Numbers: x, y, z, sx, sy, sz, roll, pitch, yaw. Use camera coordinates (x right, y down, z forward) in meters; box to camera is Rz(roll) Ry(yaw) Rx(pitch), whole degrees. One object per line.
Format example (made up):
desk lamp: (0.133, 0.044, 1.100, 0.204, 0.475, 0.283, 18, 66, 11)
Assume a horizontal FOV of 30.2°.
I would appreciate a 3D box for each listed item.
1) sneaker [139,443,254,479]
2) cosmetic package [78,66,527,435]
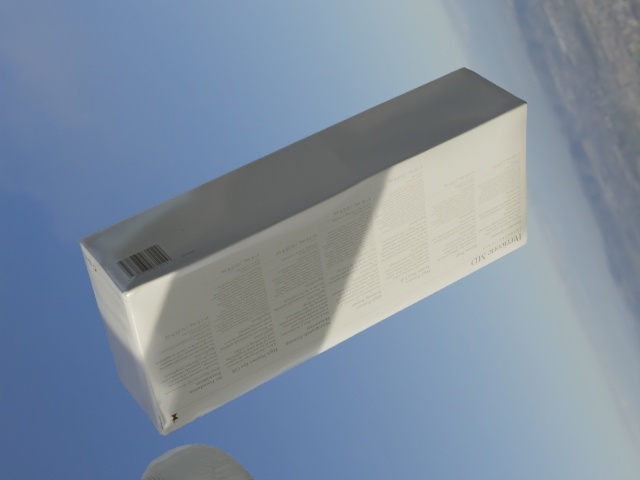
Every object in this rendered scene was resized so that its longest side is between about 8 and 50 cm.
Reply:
sneaker: (-0.055, 0.215, 0.657, 0.094, 0.080, 0.212, 103, 150, -42)
cosmetic package: (0.000, 0.000, 0.627, 0.060, 0.239, 0.099, 40, 147, 46)
